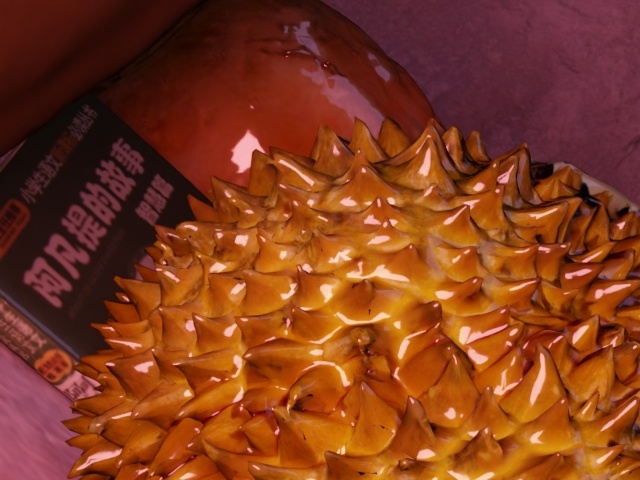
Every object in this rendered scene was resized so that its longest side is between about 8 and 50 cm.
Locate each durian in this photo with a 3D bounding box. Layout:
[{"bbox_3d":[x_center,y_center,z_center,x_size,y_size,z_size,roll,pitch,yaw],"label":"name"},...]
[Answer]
[{"bbox_3d":[0.049,0.076,0.530,0.291,0.224,0.291,33,-9,6],"label":"durian"}]

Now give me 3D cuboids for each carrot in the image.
[{"bbox_3d":[0.000,0.000,0.977,0.340,0.224,0.224,51,3,-16],"label":"carrot"}]

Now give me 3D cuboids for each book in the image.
[{"bbox_3d":[-0.064,0.048,0.773,0.264,0.027,0.202,43,27,-13],"label":"book"}]

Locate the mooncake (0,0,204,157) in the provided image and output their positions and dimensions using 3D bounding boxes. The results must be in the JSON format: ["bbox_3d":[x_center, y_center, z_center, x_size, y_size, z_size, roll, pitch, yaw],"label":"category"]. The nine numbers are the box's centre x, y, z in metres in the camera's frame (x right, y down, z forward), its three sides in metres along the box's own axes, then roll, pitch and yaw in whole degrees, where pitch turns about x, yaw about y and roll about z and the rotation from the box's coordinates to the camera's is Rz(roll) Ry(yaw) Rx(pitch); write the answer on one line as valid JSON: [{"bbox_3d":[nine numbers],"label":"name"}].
[{"bbox_3d":[-0.138,-0.217,0.418,0.262,0.467,0.467,43,5,8],"label":"mooncake"}]
